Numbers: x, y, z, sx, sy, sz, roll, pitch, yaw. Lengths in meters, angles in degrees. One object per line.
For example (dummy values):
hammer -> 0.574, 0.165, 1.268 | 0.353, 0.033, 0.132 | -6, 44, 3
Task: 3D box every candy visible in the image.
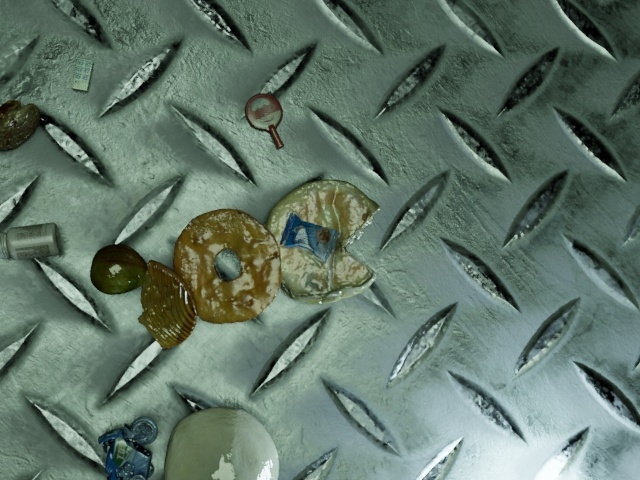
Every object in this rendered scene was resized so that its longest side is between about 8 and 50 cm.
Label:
candy -> -0.231, 0.536, 1.666 | 0.295, 0.185, 0.296 | 0, 88, -5
candy -> -0.026, -0.005, 1.758 | 0.136, 0.038, 0.088 | 22, 70, -10

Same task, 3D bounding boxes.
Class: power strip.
power strip -> -0.592, -0.412, 1.770 | 0.040, 0.016, 0.090 | 9, 83, -10

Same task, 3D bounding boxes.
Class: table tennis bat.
table tennis bat -> -0.136, -0.310, 1.846 | 0.098, 0.019, 0.155 | -25, 87, -12

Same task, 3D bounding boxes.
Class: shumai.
shumai -> -0.741, -0.275, 1.682 | 0.105, 0.123, 0.139 | 24, 94, 4

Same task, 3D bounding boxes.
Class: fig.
fig -> -0.435, 0.091, 1.710 | 0.236, 0.124, 0.124 | 23, 81, -19

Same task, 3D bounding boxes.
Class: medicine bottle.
medicine bottle -> -0.693, 0.005, 1.681 | 0.140, 0.079, 0.079 | -8, 86, -11

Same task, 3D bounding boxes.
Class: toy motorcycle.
toy motorcycle -> -0.465, 0.532, 1.671 | 0.135, 0.092, 0.255 | 11, 92, 0

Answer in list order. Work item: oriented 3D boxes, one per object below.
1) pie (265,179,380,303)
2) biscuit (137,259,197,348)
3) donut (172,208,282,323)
pie -> 0.000, 0.000, 1.814 | 0.337, 0.075, 0.338 | 0, 86, -5
biscuit -> -0.374, 0.153, 1.676 | 0.176, 0.031, 0.229 | -16, 113, 22
donut -> -0.217, 0.060, 1.723 | 0.277, 0.108, 0.278 | 0, 91, 6
